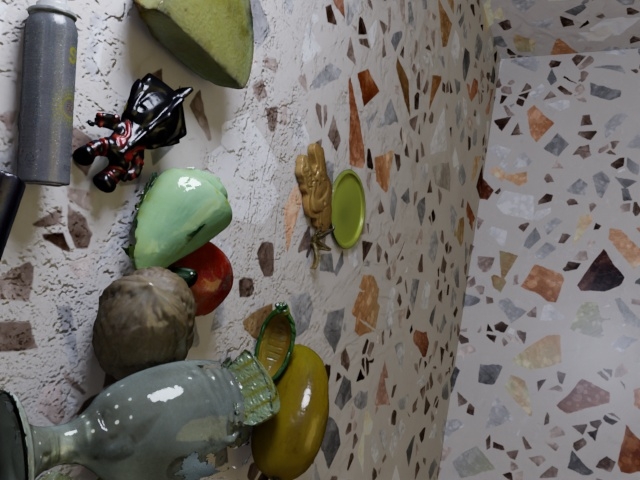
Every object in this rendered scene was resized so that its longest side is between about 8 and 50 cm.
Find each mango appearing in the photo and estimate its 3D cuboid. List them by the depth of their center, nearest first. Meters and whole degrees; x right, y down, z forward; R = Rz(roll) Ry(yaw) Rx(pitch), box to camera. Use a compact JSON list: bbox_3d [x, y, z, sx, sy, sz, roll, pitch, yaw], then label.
[{"bbox_3d":[-0.061,0.395,1.508,0.142,0.195,0.331,34,58,-32],"label":"mango"}]

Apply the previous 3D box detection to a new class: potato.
[{"bbox_3d":[-0.223,-0.392,1.205,0.269,0.112,0.255,-61,147,-34],"label":"potato"}]

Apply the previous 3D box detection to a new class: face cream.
[{"bbox_3d":[-0.394,-0.220,0.937,0.073,0.073,0.283,2,91,-62],"label":"face cream"}]

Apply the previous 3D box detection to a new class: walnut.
[{"bbox_3d":[-0.284,0.132,1.057,0.178,0.178,0.230,-60,176,-41],"label":"walnut"}]

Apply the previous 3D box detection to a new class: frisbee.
[{"bbox_3d":[0.078,-0.091,1.899,0.236,0.017,0.235,-13,105,-61],"label":"frisbee"}]

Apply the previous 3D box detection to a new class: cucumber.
[{"bbox_3d":[-0.267,0.073,1.184,0.048,0.105,0.048,-8,90,-65],"label":"cucumber"}]

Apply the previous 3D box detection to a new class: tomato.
[{"bbox_3d":[-0.225,0.074,1.271,0.139,0.091,0.159,-58,139,-44],"label":"tomato"}]

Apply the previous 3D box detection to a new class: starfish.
[{"bbox_3d":[-0.004,-0.003,1.722,0.130,0.041,0.133,83,29,-44],"label":"starfish"}]

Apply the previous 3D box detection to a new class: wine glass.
[{"bbox_3d":[-0.277,0.275,0.930,0.357,0.190,0.190,3,91,-40],"label":"wine glass"}]

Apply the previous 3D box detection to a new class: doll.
[{"bbox_3d":[-0.309,-0.193,1.101,0.248,0.088,0.127,-56,161,-30],"label":"doll"}]

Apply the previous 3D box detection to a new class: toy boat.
[{"bbox_3d":[-0.109,0.249,1.503,0.088,0.089,0.229,6,99,-77],"label":"toy boat"}]

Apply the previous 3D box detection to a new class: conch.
[{"bbox_3d":[-0.268,-0.045,1.174,0.251,0.137,0.143,-32,150,-35],"label":"conch"}]

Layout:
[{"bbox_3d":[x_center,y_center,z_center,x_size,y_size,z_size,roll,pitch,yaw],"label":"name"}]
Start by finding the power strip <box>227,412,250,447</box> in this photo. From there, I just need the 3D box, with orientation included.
[{"bbox_3d":[-0.226,0.368,1.346,0.286,0.048,0.080,52,51,-52],"label":"power strip"}]

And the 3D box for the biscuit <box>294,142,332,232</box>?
[{"bbox_3d":[-0.010,-0.132,1.717,0.144,0.040,0.236,-46,130,-44],"label":"biscuit"}]

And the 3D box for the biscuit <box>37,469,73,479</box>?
[{"bbox_3d":[-0.438,0.393,0.952,0.147,0.046,0.250,-66,145,-36],"label":"biscuit"}]

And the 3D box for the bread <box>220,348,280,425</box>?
[{"bbox_3d":[-0.145,0.321,1.410,0.156,0.103,0.110,67,11,16],"label":"bread"}]

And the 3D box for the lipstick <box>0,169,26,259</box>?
[{"bbox_3d":[-0.477,0.105,0.815,0.077,0.077,0.418,39,60,-57],"label":"lipstick"}]

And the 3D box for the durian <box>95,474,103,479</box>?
[{"bbox_3d":[-0.304,0.362,1.108,0.159,0.146,0.198,48,45,-33],"label":"durian"}]
